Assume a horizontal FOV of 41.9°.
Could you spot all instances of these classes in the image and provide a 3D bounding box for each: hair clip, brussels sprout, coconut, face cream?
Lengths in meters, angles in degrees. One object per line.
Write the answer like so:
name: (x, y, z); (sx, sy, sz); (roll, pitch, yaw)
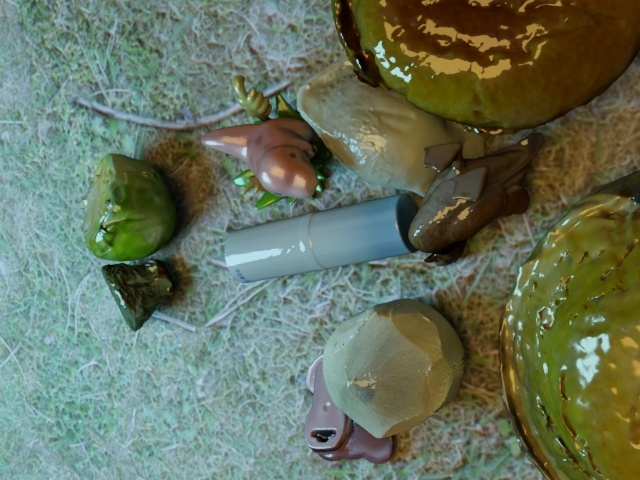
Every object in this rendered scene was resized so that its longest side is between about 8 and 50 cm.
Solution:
hair clip: (0.032, 0.223, 1.111); (0.123, 0.102, 0.138); (-12, 59, 25)
brussels sprout: (-0.264, -0.039, 1.175); (0.152, 0.122, 0.149); (33, 106, 56)
coconut: (0.086, 0.150, 0.999); (0.161, 0.162, 0.160); (4, 99, 26)
face cream: (0.000, 0.000, 1.069); (0.250, 0.077, 0.077); (-10, 92, 28)

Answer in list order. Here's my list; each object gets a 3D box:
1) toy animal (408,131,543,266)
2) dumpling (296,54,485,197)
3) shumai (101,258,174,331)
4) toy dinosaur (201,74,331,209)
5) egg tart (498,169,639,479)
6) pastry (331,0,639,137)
toy animal: (0.181, -0.046, 0.962); (0.188, 0.179, 0.089); (-33, 58, -7)
dumpling: (0.089, -0.146, 0.986); (0.216, 0.126, 0.166); (33, 94, 22)
shumai: (-0.259, 0.066, 1.209); (0.124, 0.087, 0.098); (36, 150, 58)
toy dinosaur: (-0.064, -0.093, 1.033); (0.194, 0.177, 0.152); (36, 110, 20)
egg tart: (0.380, 0.140, 0.844); (0.444, 0.178, 0.442); (5, 101, 26)
pastry: (0.182, -0.281, 0.868); (0.356, 0.164, 0.355); (-2, 81, 16)
